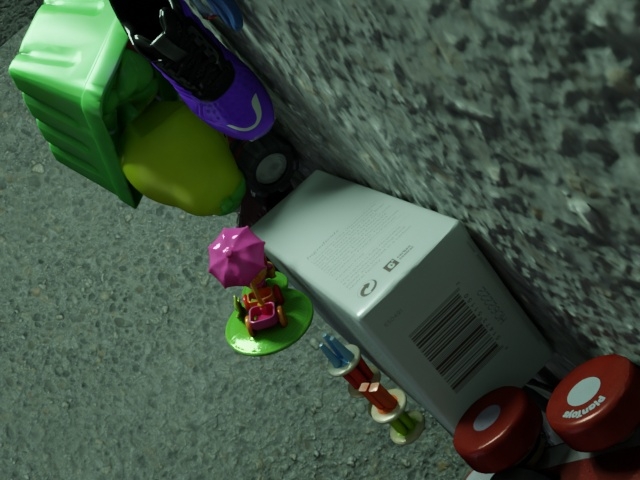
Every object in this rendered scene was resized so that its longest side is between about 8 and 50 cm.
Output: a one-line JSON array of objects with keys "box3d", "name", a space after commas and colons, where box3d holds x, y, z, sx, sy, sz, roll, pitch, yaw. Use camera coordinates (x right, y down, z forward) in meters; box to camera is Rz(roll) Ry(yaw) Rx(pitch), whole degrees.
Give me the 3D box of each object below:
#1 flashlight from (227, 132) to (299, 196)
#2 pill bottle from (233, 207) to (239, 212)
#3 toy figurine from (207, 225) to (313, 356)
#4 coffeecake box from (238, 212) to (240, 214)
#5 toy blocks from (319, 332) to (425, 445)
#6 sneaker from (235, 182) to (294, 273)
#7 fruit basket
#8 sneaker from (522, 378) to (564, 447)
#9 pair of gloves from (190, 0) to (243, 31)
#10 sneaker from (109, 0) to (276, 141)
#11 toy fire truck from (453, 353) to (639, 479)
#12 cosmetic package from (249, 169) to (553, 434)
[{"box3d": [-0.154, -0.191, 1.359, 0.304, 0.103, 0.103, 46, 179, 42], "name": "flashlight"}, {"box3d": [-0.224, -0.165, 1.612, 0.160, 0.160, 0.283, 50, 172, -28], "name": "pill bottle"}, {"box3d": [-0.095, 0.042, 1.045, 0.173, 0.130, 0.159, -101, -7, -54], "name": "toy figurine"}, {"box3d": [-0.193, -0.126, 1.847, 0.142, 0.068, 0.186, 55, 172, 40], "name": "coffeecake box"}, {"box3d": [0.062, 0.189, 1.006, 0.148, 0.054, 0.123, 50, 173, -28], "name": "toy blocks"}, {"box3d": [-0.100, -0.027, 1.445, 0.162, 0.106, 0.282, -147, 48, -66], "name": "sneaker"}, {"box3d": [-0.271, -0.199, 1.243, 0.391, 0.283, 0.392, 14, 158, 6], "name": "fruit basket"}, {"box3d": [0.340, 0.293, 1.050, 0.271, 0.108, 0.100, 49, 174, -8], "name": "sneaker"}, {"box3d": [-0.158, -0.324, 0.921, 0.159, 0.023, 0.198, 49, 174, -31], "name": "pair of gloves"}, {"box3d": [-0.182, -0.245, 1.023, 0.293, 0.102, 0.146, 47, -170, -6], "name": "sneaker"}, {"box3d": [0.235, 0.271, 0.740, 0.169, 0.254, 0.302, 48, 134, -10], "name": "toy fire truck"}, {"box3d": [0.081, 0.061, 1.056, 0.230, 0.161, 0.453, 50, 172, -24], "name": "cosmetic package"}]
